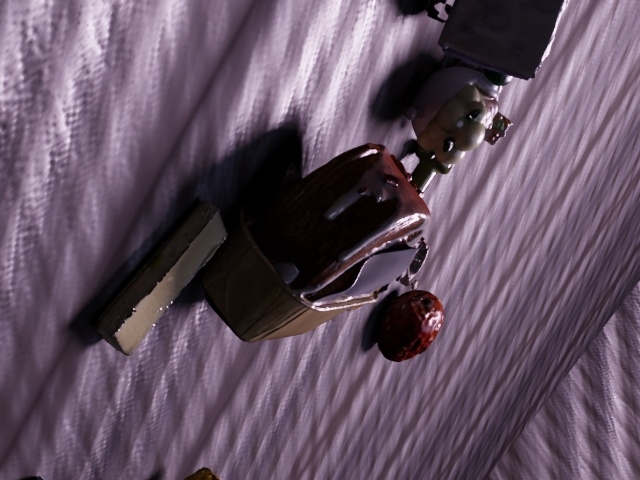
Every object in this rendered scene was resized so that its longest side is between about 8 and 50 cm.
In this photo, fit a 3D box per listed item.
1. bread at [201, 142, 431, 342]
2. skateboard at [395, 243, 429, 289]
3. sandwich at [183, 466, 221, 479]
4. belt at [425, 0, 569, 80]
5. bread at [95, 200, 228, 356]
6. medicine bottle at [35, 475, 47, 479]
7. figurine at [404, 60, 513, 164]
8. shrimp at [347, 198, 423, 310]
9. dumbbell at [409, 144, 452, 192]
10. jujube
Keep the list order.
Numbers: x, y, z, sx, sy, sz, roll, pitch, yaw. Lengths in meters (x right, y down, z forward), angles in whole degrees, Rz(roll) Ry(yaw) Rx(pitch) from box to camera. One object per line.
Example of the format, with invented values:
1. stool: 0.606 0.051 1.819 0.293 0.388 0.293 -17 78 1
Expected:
1. bread: 0.000 0.000 1.636 0.212 0.142 0.224 -43 166 17
2. skateboard: 0.118 0.020 2.128 0.064 0.032 0.083 -60 166 -15
3. sandwich: -0.221 0.377 1.835 0.251 0.087 0.226 -26 146 -51
4. belt: 0.184 -0.266 1.612 0.139 0.126 0.230 -69 179 -51
5. bread: -0.139 0.033 1.502 0.153 0.028 0.068 -50 162 -13
6. medicine bottle: -0.305 0.321 1.554 0.218 0.074 0.074 -48 161 -11
7. figurine: 0.163 -0.149 1.816 0.197 0.093 0.147 -35 166 -47
8. shrimp: 0.080 0.021 2.000 0.161 0.049 0.166 -50 163 -1
9. dumbbell: 0.102 -0.053 1.898 0.118 0.046 0.052 -56 178 -5
10. jujube: 0.114 0.115 2.223 0.077 0.077 0.129 -41 169 -34
